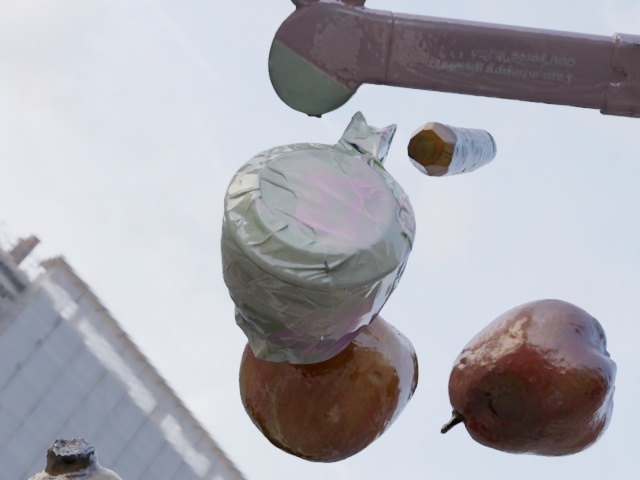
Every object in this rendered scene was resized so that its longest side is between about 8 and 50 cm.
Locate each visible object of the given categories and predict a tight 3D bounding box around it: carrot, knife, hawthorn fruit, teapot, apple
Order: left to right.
[{"bbox_3d":[-0.014,0.000,0.962,0.163,0.222,0.178,4,-41,-10],"label":"teapot"},{"bbox_3d":[0.000,0.131,1.099,0.160,0.173,0.195,41,2,-20],"label":"apple"},{"bbox_3d":[0.178,-0.122,1.413,0.070,0.260,0.070,3,-83,23],"label":"carrot"},{"bbox_3d":[0.151,-0.166,0.988,0.398,0.038,0.132,6,-71,-1],"label":"knife"},{"bbox_3d":[0.281,0.201,1.487,0.224,0.260,0.224,162,-90,-89],"label":"hawthorn fruit"}]

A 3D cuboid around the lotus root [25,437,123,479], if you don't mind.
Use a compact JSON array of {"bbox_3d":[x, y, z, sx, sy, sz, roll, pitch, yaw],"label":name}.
[{"bbox_3d":[-0.292,0.375,1.247,0.160,0.284,0.146,5,-11,-41],"label":"lotus root"}]
